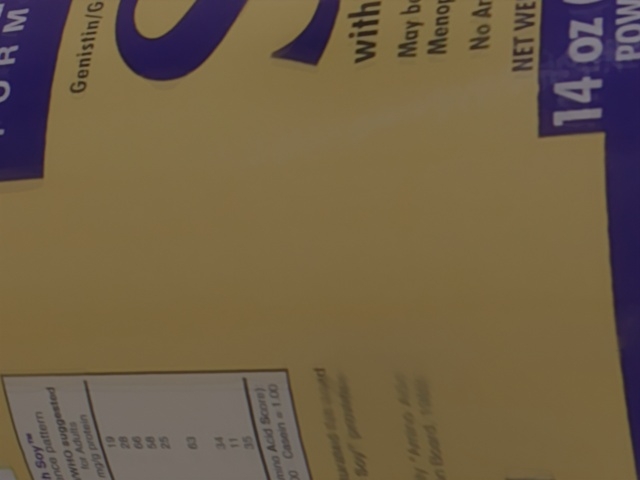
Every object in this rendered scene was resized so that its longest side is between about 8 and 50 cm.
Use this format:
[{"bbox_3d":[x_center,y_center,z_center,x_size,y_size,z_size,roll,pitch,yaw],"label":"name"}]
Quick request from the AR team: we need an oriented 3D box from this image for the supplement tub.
[{"bbox_3d":[0.000,0.000,0.457,0.331,0.241,0.241,-3,-48,23],"label":"supplement tub"}]
